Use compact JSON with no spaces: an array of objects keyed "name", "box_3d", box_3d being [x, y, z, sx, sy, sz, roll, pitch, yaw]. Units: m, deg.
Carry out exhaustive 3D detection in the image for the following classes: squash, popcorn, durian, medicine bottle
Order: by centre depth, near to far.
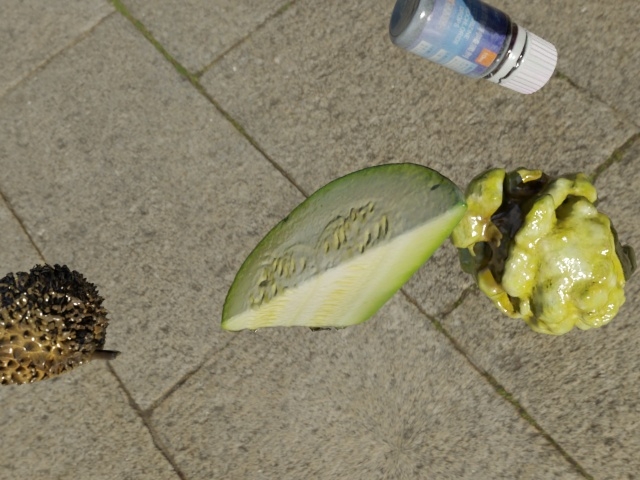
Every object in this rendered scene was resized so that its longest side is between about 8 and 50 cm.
[{"name":"durian","box_3d":[-0.285,0.076,0.531,0.188,0.148,0.092,23,116,16]},{"name":"squash","box_3d":[0.000,0.000,0.566,0.202,0.289,0.111,1,59,-15]},{"name":"medicine bottle","box_3d":[0.185,-0.239,0.607,0.203,0.083,0.084,14,66,-23]},{"name":"popcorn","box_3d":[0.326,0.009,0.743,0.250,0.241,0.235,30,117,28]}]
